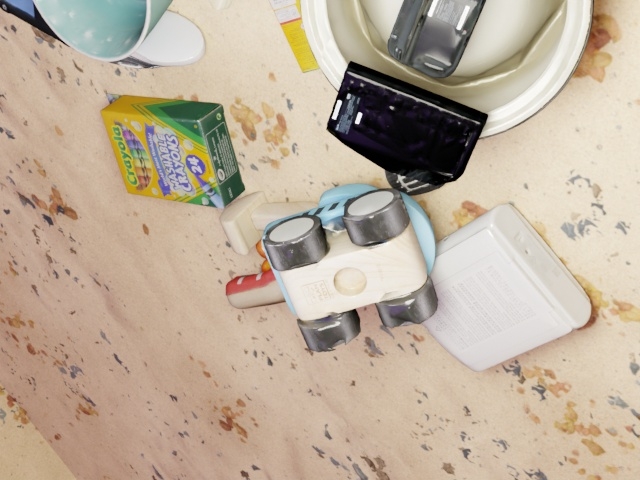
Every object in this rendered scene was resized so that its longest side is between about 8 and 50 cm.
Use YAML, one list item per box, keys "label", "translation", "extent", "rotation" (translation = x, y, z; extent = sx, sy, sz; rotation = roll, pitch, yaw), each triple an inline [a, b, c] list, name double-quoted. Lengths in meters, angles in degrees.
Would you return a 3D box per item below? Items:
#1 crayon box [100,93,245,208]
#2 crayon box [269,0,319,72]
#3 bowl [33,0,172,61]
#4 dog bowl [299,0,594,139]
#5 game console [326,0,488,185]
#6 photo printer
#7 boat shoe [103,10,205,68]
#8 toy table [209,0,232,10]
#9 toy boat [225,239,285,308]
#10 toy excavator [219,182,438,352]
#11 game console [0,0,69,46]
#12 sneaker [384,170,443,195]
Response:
- label: "crayon box"
  translation: [-0.326, -0.188, 2.178]
  extent: [0.323, 0.083, 0.203]
  rotation: [10, 128, 34]
- label: "crayon box"
  translation: [0.056, -0.385, 1.706]
  extent: [0.278, 0.081, 0.165]
  rotation: [-6, 119, 42]
- label: "bowl"
  translation: [-0.377, -0.499, 1.897]
  extent: [0.311, 0.163, 0.311]
  rotation: [21, 131, 26]
- label: "dog bowl"
  translation: [0.185, -0.354, 1.499]
  extent: [0.408, 0.150, 0.408]
  rotation: [8, 121, 13]
- label: "game console"
  translation: [0.153, -0.249, 1.458]
  extent: [0.213, 0.044, 0.361]
  rotation: [22, 124, 1]
- label: "photo printer"
  translation: [0.295, 0.098, 1.886]
  extent: [0.256, 0.107, 0.307]
  rotation: [49, 139, -4]
- label: "boat shoe"
  translation: [-0.350, -0.379, 2.037]
  extent: [0.301, 0.108, 0.102]
  rotation: [9, 161, 19]
- label: "toy table"
  translation: [-0.167, -0.513, 1.689]
  extent: [0.161, 0.252, 0.274]
  rotation: [52, 153, 18]
- label: "toy boat"
  translation: [-0.095, 0.054, 2.169]
  extent: [0.231, 0.151, 0.151]
  rotation: [-15, 83, 45]
- label: "toy excavator"
  translation: [0.000, 0.000, 1.935]
  extent: [0.433, 0.445, 0.222]
  rotation: [-17, 113, 14]
- label: "game console"
  translation: [-0.640, -0.602, 2.116]
  extent: [0.386, 0.060, 0.342]
  rotation: [31, 137, 16]
- label: "sneaker"
  translation: [0.136, -0.196, 1.785]
  extent: [0.111, 0.121, 0.300]
  rotation: [-17, 133, 17]
